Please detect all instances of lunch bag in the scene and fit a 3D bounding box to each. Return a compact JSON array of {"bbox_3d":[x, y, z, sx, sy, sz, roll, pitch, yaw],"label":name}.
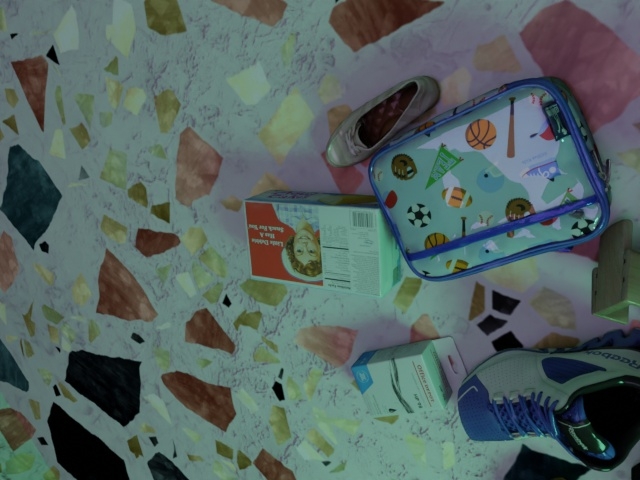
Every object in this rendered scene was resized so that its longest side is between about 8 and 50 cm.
[{"bbox_3d":[0.236,-0.073,0.728,0.304,0.115,0.243,-20,97,35],"label":"lunch bag"}]

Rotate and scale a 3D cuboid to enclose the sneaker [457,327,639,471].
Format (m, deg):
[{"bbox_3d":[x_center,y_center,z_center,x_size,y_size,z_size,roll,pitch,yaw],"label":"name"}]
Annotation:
[{"bbox_3d":[0.324,0.227,0.726,0.316,0.182,0.127,-28,88,33],"label":"sneaker"}]

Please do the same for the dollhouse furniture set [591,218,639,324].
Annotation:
[{"bbox_3d":[0.539,0.002,0.594,0.304,0.198,0.286,17,156,-1],"label":"dollhouse furniture set"}]

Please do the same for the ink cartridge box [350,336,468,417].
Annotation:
[{"bbox_3d":[0.155,0.237,0.902,0.180,0.060,0.104,-21,94,33],"label":"ink cartridge box"}]

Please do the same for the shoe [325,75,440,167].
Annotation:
[{"bbox_3d":[0.082,-0.184,0.813,0.219,0.058,0.076,-33,87,34],"label":"shoe"}]

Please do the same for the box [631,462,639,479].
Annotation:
[{"bbox_3d":[0.514,0.390,0.686,0.180,0.147,0.077,40,121,13],"label":"box"}]

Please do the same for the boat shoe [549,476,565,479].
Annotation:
[{"bbox_3d":[0.357,0.462,0.850,0.073,0.073,0.206,38,128,14],"label":"boat shoe"}]

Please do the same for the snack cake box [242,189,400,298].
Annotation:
[{"bbox_3d":[0.000,0.000,0.902,0.265,0.089,0.152,6,110,29],"label":"snack cake box"}]
